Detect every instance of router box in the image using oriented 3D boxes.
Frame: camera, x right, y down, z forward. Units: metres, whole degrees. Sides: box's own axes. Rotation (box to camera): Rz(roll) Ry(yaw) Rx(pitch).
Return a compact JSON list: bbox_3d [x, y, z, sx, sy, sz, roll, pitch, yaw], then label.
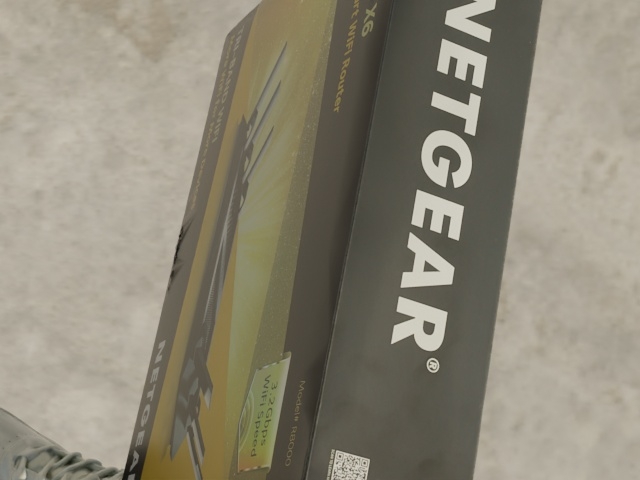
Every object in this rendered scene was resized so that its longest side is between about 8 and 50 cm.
[{"bbox_3d":[0.000,0.000,0.702,0.081,0.243,0.309,19,69,-21],"label":"router box"}]

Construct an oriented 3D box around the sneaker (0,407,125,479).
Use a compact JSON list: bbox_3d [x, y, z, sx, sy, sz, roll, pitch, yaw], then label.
[{"bbox_3d":[-0.137,0.163,0.848,0.232,0.115,0.090,38,39,4],"label":"sneaker"}]
